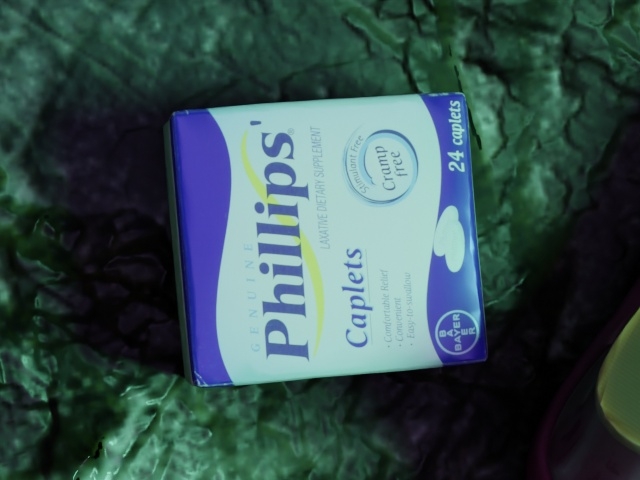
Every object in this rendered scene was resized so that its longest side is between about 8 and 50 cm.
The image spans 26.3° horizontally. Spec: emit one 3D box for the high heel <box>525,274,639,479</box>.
[{"bbox_3d":[0.234,0.011,0.689,0.377,0.181,0.127,-38,67,-23],"label":"high heel"}]

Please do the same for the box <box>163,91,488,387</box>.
[{"bbox_3d":[0.000,0.000,0.640,0.137,0.072,0.126,-5,91,-8],"label":"box"}]
